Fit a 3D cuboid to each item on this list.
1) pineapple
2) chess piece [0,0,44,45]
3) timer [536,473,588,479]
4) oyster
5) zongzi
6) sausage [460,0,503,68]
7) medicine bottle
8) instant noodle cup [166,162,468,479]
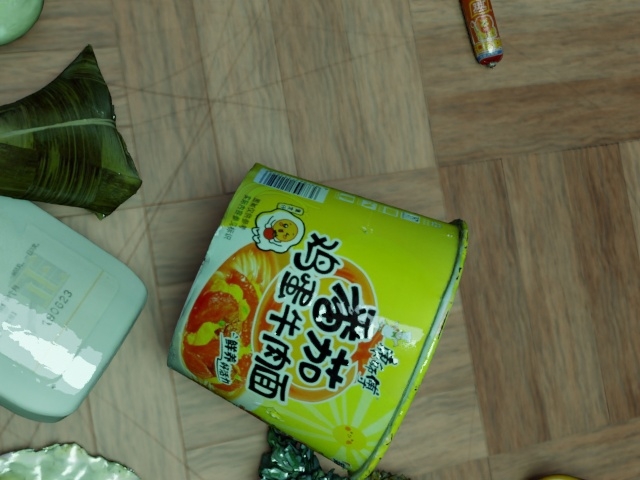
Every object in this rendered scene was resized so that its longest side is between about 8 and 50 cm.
[{"bbox_3d":[0.038,0.259,0.835,0.221,0.083,0.103,26,66,-14],"label":"pineapple"},{"bbox_3d":[-0.410,-0.235,0.704,0.330,0.182,0.182,-5,87,-24],"label":"chess piece"},{"bbox_3d":[0.310,0.326,0.911,0.152,0.132,0.132,12,81,-39],"label":"timer"},{"bbox_3d":[-0.250,0.257,0.748,0.209,0.072,0.133,3,47,-31],"label":"oyster"},{"bbox_3d":[-0.264,-0.119,0.734,0.187,0.084,0.184,8,60,-52],"label":"zongzi"},{"bbox_3d":[0.184,-0.260,0.954,0.034,0.034,0.129,-14,89,-18],"label":"sausage"},{"bbox_3d":[-0.315,0.027,0.728,0.296,0.111,0.161,35,60,-14],"label":"medicine bottle"},{"bbox_3d":[-0.009,0.063,0.751,0.200,0.264,0.264,23,78,-1],"label":"instant noodle cup"}]
